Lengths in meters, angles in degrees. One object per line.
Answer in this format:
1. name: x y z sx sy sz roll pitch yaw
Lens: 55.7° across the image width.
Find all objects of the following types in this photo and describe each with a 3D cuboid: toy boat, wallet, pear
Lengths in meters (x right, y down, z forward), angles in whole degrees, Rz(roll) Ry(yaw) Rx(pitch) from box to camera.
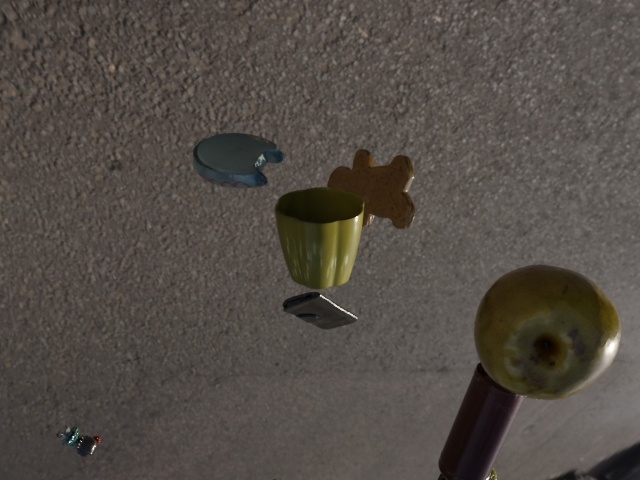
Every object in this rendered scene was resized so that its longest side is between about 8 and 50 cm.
1. toy boat: -0.177 -0.160 1.281 0.134 0.208 0.079 -60 149 -32
2. wallet: 0.000 0.127 1.077 0.082 0.018 0.157 -20 149 21
3. pear: 0.338 0.135 0.918 0.209 0.209 0.209 -24 143 -20

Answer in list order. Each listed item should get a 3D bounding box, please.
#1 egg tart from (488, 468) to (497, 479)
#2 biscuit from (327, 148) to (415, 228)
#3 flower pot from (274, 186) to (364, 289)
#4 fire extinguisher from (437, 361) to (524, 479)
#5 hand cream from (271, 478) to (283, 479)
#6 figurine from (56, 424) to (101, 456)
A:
1. egg tart: 0.461 0.665 1.686 0.105 0.039 0.105 -62 173 -13
2. biscuit: 0.137 -0.141 1.655 0.047 0.340 0.216 -2 94 -36
3. flower pot: 0.000 0.000 1.306 0.195 0.195 0.179 -16 119 -29
4. fire extinguisher: 0.319 0.404 1.228 0.147 0.106 0.337 -15 127 -51
5. hand cream: -0.110 0.632 1.491 0.052 0.075 0.248 -20 170 -4
6. figurine: -0.594 0.490 1.491 0.047 0.060 0.106 -12 132 36
